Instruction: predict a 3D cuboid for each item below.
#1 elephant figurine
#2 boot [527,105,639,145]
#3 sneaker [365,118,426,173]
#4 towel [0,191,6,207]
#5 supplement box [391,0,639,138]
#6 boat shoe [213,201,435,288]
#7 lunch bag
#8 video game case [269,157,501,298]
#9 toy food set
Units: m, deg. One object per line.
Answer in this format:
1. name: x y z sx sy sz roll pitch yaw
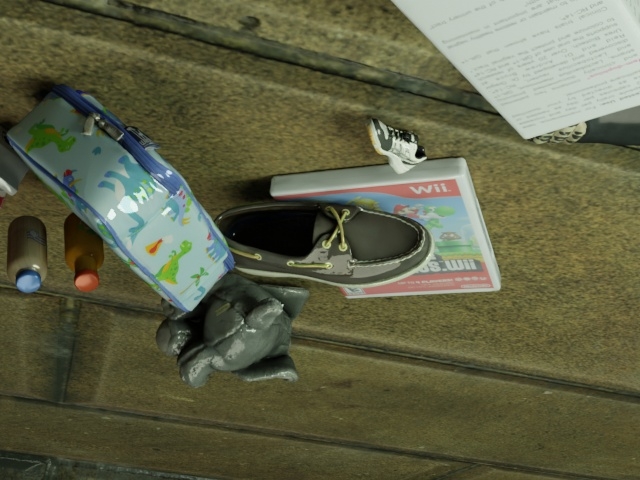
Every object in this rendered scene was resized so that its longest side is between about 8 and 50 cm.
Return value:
1. elephant figurine: -0.087 0.117 1.126 0.169 0.186 0.239 -53 144 10
2. boot: 0.258 -0.124 0.604 0.178 0.085 0.236 4 160 0
3. sneaker: 0.070 -0.094 0.777 0.037 0.032 0.083 -23 150 21
4. towel: -0.493 0.005 0.861 0.237 0.037 0.329 25 109 -36
5. supplement box: 0.124 -0.171 0.511 0.114 0.111 0.220 -16 147 36
6. boat shoe: 0.000 0.000 0.856 0.227 0.081 0.069 -1 157 17
7. lunch bag: -0.183 -0.038 0.788 0.176 0.090 0.219 36 167 30
8. video game case: 0.086 -0.002 0.959 0.204 0.025 0.285 -4 152 18
9. toy food set: -0.321 -0.027 0.819 0.111 0.104 0.232 -35 130 8
